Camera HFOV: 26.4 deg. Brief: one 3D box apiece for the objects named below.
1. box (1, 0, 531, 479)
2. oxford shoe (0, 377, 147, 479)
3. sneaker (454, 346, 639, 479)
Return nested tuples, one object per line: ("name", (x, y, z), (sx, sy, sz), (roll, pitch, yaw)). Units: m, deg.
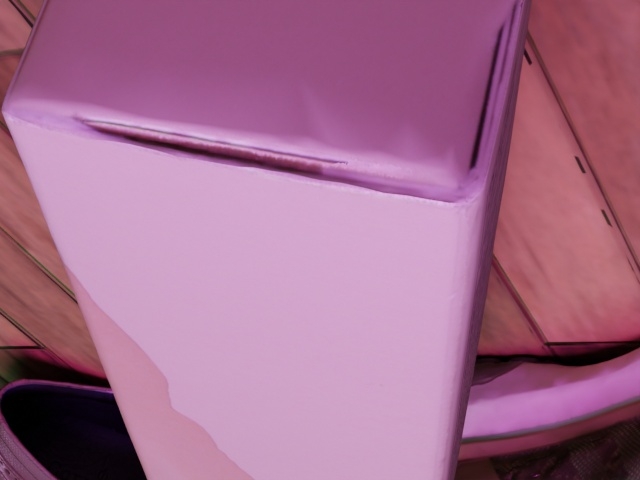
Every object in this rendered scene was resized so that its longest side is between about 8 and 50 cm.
("box", (0.000, 0.000, 0.482), (0.121, 0.148, 0.311), (10, 149, 8))
("oxford shoe", (-0.037, 0.174, 0.824), (0.364, 0.130, 0.132), (14, 145, 1))
("sneaker", (0.169, 0.142, 0.610), (0.158, 0.182, 0.410), (32, 146, -28))
